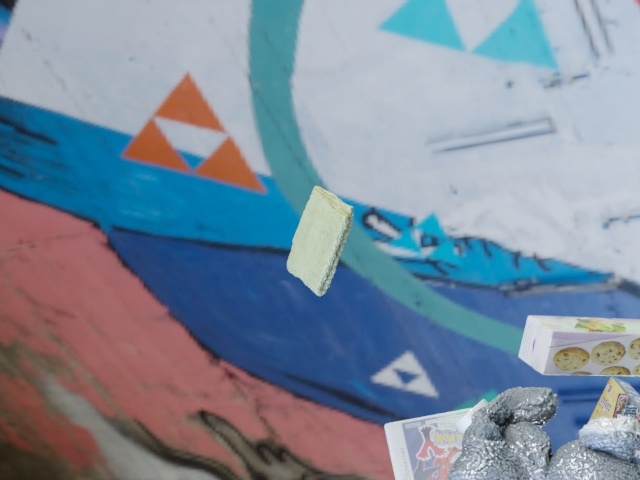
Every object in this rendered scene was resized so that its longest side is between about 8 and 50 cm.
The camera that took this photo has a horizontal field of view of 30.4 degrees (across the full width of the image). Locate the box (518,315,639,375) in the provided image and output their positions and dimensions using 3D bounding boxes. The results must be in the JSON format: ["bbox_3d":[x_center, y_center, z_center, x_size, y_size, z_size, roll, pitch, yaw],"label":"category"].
[{"bbox_3d":[0.425,0.146,1.616,0.324,0.063,0.067,5,-74,-25],"label":"box"}]

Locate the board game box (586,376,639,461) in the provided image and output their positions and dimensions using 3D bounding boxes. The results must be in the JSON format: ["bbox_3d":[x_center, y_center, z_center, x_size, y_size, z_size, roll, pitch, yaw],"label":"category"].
[{"bbox_3d":[0.543,0.361,2.154,0.243,0.042,0.165,-90,24,-79],"label":"board game box"}]

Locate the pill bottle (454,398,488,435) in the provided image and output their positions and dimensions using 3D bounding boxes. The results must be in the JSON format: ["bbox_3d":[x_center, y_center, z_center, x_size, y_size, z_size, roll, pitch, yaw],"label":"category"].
[{"bbox_3d":[0.281,0.324,1.871,0.137,0.078,0.078,48,-149,10],"label":"pill bottle"}]

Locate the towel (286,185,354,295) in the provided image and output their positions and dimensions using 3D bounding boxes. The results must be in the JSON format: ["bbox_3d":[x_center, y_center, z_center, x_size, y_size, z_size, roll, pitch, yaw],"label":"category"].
[{"bbox_3d":[0.000,0.000,1.788,0.027,0.110,0.148,8,-71,-36],"label":"towel"}]

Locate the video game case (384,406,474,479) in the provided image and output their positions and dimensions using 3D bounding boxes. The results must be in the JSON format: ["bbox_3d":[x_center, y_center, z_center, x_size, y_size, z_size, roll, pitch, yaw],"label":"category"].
[{"bbox_3d":[0.220,0.369,1.917,0.023,0.201,0.183,95,164,-67],"label":"video game case"}]

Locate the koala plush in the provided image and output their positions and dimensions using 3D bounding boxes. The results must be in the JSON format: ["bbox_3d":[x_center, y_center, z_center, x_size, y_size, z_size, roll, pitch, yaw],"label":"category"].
[{"bbox_3d":[0.288,0.289,1.413,0.203,0.221,0.196,-9,-83,-54],"label":"koala plush"}]
